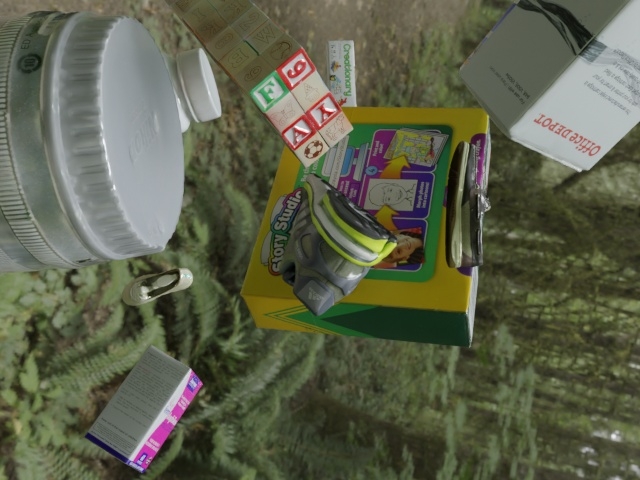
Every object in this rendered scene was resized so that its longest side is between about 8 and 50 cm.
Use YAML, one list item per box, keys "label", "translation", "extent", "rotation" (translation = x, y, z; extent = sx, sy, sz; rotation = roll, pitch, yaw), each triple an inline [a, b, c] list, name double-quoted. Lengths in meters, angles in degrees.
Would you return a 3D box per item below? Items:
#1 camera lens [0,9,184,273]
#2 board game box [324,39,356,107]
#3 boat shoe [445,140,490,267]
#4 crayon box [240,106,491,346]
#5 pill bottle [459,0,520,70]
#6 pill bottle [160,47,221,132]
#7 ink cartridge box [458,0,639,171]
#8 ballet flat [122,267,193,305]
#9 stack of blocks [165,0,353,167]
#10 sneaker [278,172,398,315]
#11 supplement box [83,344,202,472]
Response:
- label: "camera lens"
  translation: [-0.281, -0.080, 0.631]
  extent: [0.219, 0.274, 0.219]
  rotation: [-5, 90, -83]
- label: "board game box"
  translation: [0.034, -0.228, 1.408]
  extent: [0.305, 0.053, 0.193]
  rotation: [96, -8, -77]
- label: "boat shoe"
  translation: [0.178, -0.042, 0.867]
  extent: [0.056, 0.049, 0.152]
  rotation: [-94, -173, -82]
- label: "crayon box"
  translation: [0.081, -0.036, 1.077]
  extent: [0.106, 0.313, 0.363]
  rotation: [70, 28, -52]
- label: "pill bottle"
  translation: [0.442, -0.428, 1.551]
  extent: [0.272, 0.152, 0.152]
  rotation: [-51, 178, 14]
- label: "pill bottle"
  translation: [-0.439, -0.340, 1.755]
  extent: [0.204, 0.361, 0.204]
  rotation: [-14, 90, -88]
- label: "ink cartridge box"
  translation: [0.242, -0.172, 0.608]
  extent: [0.153, 0.087, 0.208]
  rotation: [13, 127, -44]
- label: "ballet flat"
  translation: [-0.509, 0.138, 2.190]
  extent: [0.086, 0.248, 0.086]
  rotation: [-21, 90, -77]
- label: "stack of blocks"
  translation: [-0.094, -0.255, 1.016]
  extent: [0.087, 0.297, 0.171]
  rotation: [-40, 143, 1]
- label: "sneaker"
  translation: [0.000, 0.000, 0.859]
  extent: [0.121, 0.111, 0.300]
  rotation: [-53, -174, 6]
- label: "supplement box"
  translation: [-0.358, 0.344, 1.481]
  extent: [0.220, 0.114, 0.111]
  rotation: [-58, 162, -20]
